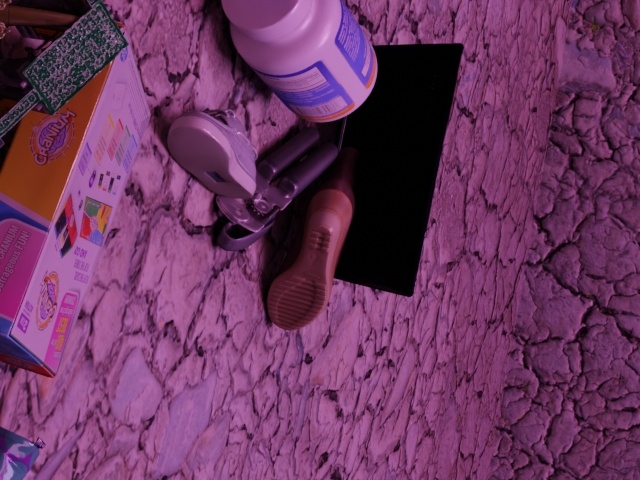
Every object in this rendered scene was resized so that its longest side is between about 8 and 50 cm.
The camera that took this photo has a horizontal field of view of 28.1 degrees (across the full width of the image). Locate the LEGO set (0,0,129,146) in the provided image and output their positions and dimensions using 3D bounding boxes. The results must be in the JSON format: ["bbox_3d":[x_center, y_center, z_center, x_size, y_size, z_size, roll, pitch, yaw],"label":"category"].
[{"bbox_3d":[-0.338,-0.172,1.048,0.331,0.192,0.255,-55,132,-18],"label":"LEGO set"}]

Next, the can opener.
[{"bbox_3d":[-0.071,-0.073,1.850,0.095,0.076,0.283,-54,174,35],"label":"can opener"}]

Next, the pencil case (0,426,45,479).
[{"bbox_3d":[-0.347,0.267,1.325,0.070,0.064,0.152,50,53,-42],"label":"pencil case"}]

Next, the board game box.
[{"bbox_3d":[-0.261,-0.037,1.283,0.242,0.064,0.317,96,11,-74],"label":"board game box"}]

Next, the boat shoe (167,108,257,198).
[{"bbox_3d":[-0.135,-0.126,1.646,0.227,0.079,0.081,55,41,-67],"label":"boat shoe"}]

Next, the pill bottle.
[{"bbox_3d":[-0.031,-0.274,1.710,0.272,0.152,0.152,43,61,-64],"label":"pill bottle"}]

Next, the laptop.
[{"bbox_3d":[0.141,-0.108,2.094,0.408,0.236,0.382,11,91,-68],"label":"laptop"}]

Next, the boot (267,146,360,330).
[{"bbox_3d":[0.000,0.000,1.977,0.207,0.090,0.248,-69,-178,-52],"label":"boot"}]
